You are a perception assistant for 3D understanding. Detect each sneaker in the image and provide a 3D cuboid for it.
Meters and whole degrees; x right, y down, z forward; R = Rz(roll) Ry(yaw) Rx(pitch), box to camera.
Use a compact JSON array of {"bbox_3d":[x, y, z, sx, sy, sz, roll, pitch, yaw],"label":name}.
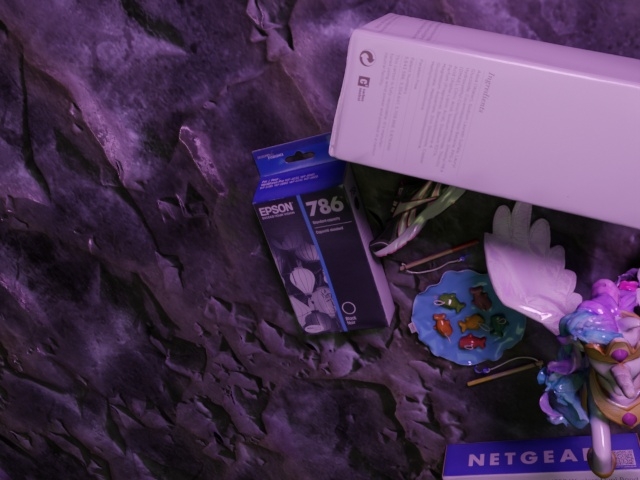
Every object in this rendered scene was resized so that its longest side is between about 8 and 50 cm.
[{"bbox_3d":[0.136,-0.052,0.850,0.178,0.072,0.077,-42,86,23],"label":"sneaker"}]

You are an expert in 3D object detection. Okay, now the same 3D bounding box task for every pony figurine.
[{"bbox_3d":[0.382,0.120,0.722,0.302,0.351,0.364,-9,132,27],"label":"pony figurine"}]

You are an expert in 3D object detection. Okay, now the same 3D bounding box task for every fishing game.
[{"bbox_3d":[0.239,0.133,0.919,0.189,0.041,0.264,-21,108,24],"label":"fishing game"}]

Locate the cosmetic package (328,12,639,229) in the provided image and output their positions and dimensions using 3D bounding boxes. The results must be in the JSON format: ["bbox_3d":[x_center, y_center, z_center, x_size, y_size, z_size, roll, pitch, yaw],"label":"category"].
[{"bbox_3d":[0.231,-0.155,0.671,0.384,0.217,0.156,17,120,12],"label":"cosmetic package"}]

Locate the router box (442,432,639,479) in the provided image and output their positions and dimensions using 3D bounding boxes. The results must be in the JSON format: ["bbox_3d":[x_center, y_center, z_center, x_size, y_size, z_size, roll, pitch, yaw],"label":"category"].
[{"bbox_3d":[0.427,0.504,1.022,0.335,0.082,0.301,-14,111,25],"label":"router box"}]

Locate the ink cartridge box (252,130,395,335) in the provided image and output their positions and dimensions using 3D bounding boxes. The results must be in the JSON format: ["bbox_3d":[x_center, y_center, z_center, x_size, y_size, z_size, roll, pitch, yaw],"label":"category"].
[{"bbox_3d":[0.000,0.000,0.917,0.165,0.065,0.333,-11,112,24],"label":"ink cartridge box"}]
